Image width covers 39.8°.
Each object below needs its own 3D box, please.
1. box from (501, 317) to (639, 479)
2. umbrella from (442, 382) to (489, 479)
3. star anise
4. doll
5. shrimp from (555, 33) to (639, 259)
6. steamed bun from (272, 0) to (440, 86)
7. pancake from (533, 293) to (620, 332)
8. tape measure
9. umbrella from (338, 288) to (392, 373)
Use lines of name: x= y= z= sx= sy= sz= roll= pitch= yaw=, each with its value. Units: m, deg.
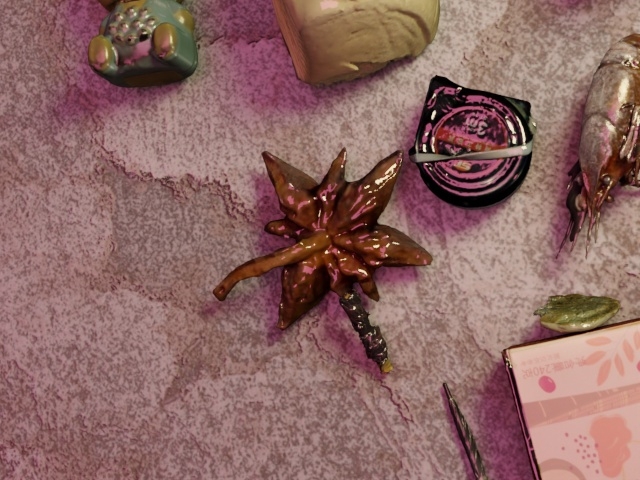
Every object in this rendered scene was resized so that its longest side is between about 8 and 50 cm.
box: x=0.480 y=0.274 z=1.209 sx=0.385 sy=0.122 sz=0.345 roll=-15 pitch=81 yaw=14
umbrella: x=0.239 y=0.338 z=1.315 sx=0.044 sy=0.044 sz=0.269 roll=-17 pitch=81 yaw=-17
star anise: x=0.001 y=-0.002 z=1.374 sx=0.349 sy=0.109 sz=0.293 roll=4 pitch=82 yaw=17
doll: x=-0.290 y=-0.392 z=1.455 sx=0.176 sy=0.161 sz=0.261 roll=-9 pitch=83 yaw=13
shrimp: x=0.418 y=-0.128 z=1.258 sx=0.116 sy=0.145 sz=0.343 roll=17 pitch=85 yaw=42
steamed bun: x=0.055 y=-0.409 z=1.338 sx=0.272 sy=0.273 sz=0.291 roll=-22 pitch=84 yaw=-3
pancake: x=0.364 y=0.099 z=1.251 sx=0.116 sy=0.129 sz=0.023 roll=0 pitch=107 yaw=34
tape measure: x=0.227 y=-0.138 z=1.321 sx=0.182 sy=0.107 sz=0.181 roll=21 pitch=89 yaw=16
umbrella: x=0.072 y=0.140 z=1.355 sx=0.037 sy=0.040 sz=0.144 roll=-3 pitch=120 yaw=53
